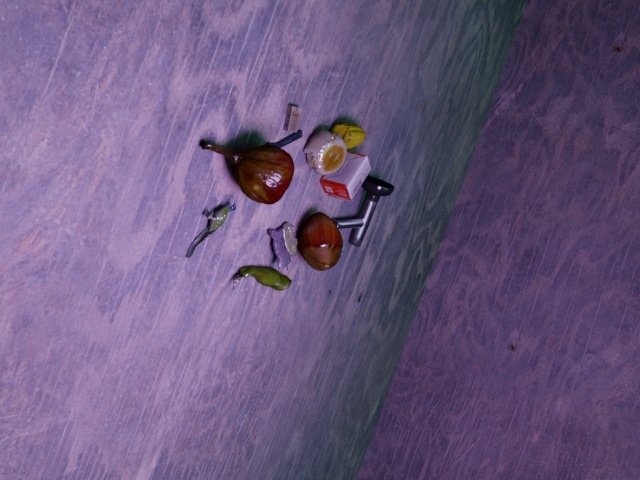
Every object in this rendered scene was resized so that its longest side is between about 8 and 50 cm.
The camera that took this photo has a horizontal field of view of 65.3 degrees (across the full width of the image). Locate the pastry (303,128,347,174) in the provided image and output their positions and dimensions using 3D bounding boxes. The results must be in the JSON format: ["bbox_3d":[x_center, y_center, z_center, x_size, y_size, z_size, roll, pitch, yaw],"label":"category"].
[{"bbox_3d":[0.021,-0.321,1.827,0.166,0.088,0.166,-25,133,-30],"label":"pastry"}]

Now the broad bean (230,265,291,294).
[{"bbox_3d":[-0.202,0.139,1.786,0.318,0.056,0.098,5,108,-54],"label":"broad bean"}]

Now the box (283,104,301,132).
[{"bbox_3d":[-0.094,-0.407,1.674,0.053,0.024,0.083,-5,110,-58],"label":"box"}]

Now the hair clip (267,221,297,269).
[{"bbox_3d":[-0.131,0.022,1.832,0.146,0.056,0.187,-41,137,-51],"label":"hair clip"}]

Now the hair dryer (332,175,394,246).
[{"bbox_3d":[0.174,-0.121,2.161,0.320,0.155,0.284,-67,161,11],"label":"hair dryer"}]

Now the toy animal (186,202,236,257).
[{"bbox_3d":[-0.333,-0.046,1.478,0.217,0.041,0.075,-51,146,-23],"label":"toy animal"}]

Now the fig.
[{"bbox_3d":[-0.216,-0.198,1.478,0.290,0.190,0.191,-6,113,-39],"label":"fig"}]

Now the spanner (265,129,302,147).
[{"bbox_3d":[-0.123,-0.332,1.681,0.208,0.012,0.046,-38,136,-43],"label":"spanner"}]

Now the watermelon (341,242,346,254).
[{"bbox_3d":[0.063,0.024,2.137,0.072,0.092,0.084,-96,-166,-58],"label":"watermelon"}]

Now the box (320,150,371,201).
[{"bbox_3d":[0.101,-0.256,1.975,0.182,0.133,0.099,-59,147,-23],"label":"box"}]

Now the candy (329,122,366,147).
[{"bbox_3d":[0.118,-0.409,1.954,0.106,0.094,0.199,-45,168,30],"label":"candy"}]

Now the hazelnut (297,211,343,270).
[{"bbox_3d":[0.003,0.000,1.907,0.181,0.181,0.212,-54,166,-32],"label":"hazelnut"}]
